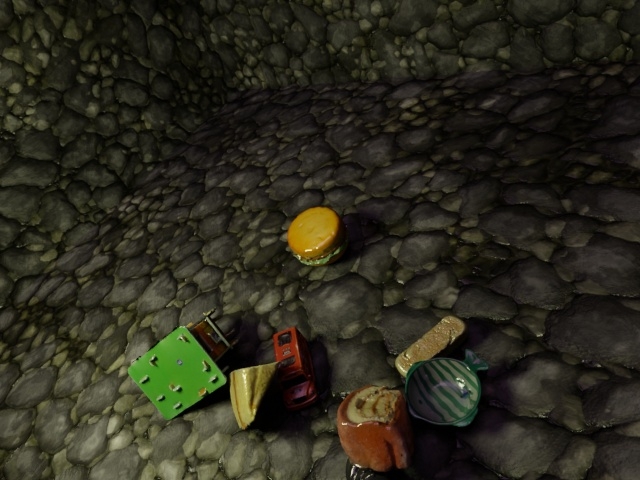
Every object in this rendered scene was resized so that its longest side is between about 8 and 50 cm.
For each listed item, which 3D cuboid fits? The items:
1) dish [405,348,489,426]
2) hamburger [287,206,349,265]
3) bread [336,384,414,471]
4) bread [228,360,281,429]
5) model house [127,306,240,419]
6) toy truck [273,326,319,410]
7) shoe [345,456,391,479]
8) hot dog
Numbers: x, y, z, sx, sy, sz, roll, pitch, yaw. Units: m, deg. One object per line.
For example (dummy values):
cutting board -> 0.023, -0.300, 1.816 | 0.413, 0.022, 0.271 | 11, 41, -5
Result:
dish -> 0.343, 0.407, 1.376 | 0.246, 0.078, 0.224 | -34, 42, -14
hamburger -> -0.001, -0.001, 1.984 | 0.246, 0.170, 0.246 | -13, 53, 18
bread -> 0.143, 0.470, 1.318 | 0.190, 0.122, 0.244 | -3, 10, 11
bread -> -0.192, 0.472, 1.555 | 0.136, 0.240, 0.178 | -4, 72, -21
model house -> -0.430, 0.405, 1.786 | 0.358, 0.242, 0.313 | -40, -2, 26
toy truck -> -0.084, 0.401, 1.616 | 0.108, 0.114, 0.252 | -22, 37, 5
shoe -> 0.130, 0.615, 1.223 | 0.114, 0.137, 0.291 | -33, 37, -7
hot dog -> 0.329, 0.318, 1.495 | 0.243, 0.073, 0.084 | -38, 41, -11
